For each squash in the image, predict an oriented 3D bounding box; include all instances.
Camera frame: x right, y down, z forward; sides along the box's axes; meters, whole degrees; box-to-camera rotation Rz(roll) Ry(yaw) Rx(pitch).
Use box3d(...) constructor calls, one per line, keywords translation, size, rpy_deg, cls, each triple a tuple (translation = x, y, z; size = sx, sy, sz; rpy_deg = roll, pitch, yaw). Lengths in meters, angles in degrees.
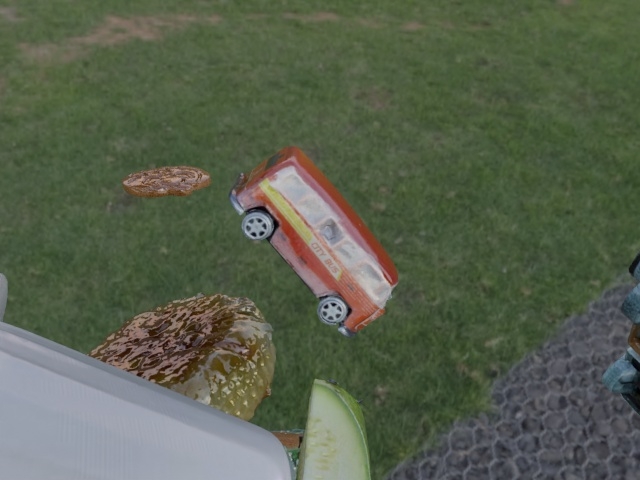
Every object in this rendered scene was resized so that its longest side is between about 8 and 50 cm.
box3d(translation=(0.019, 0.369, 1.171), size=(0.111, 0.203, 0.288), rpy_deg=(9, 26, -3), cls="squash")

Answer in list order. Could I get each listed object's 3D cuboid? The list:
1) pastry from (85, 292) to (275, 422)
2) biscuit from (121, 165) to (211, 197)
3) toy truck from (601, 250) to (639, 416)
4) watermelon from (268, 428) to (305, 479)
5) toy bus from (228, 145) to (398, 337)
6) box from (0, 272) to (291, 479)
box3d(translation=(-0.141, 0.132, 0.773), size=(0.182, 0.093, 0.192), rpy_deg=(4, 34, 32), cls="pastry")
box3d(translation=(-0.159, -0.063, 0.844), size=(0.091, 0.015, 0.078), rpy_deg=(-16, 27, -34), cls="biscuit")
box3d(translation=(0.352, 0.075, 0.676), size=(0.162, 0.305, 0.136), rpy_deg=(-32, 56, -10), cls="toy truck")
box3d(translation=(-0.092, 0.457, 1.649), size=(0.292, 0.319, 0.222), rpy_deg=(4, 29, 32), cls="watermelon")
box3d(translation=(0.000, 0.000, 0.709), size=(0.077, 0.174, 0.079), rpy_deg=(-37, 15, 14), cls="toy bus")
box3d(translation=(-0.147, 0.173, 0.489), size=(0.206, 0.262, 0.291), rpy_deg=(23, 1, -11), cls="box")
